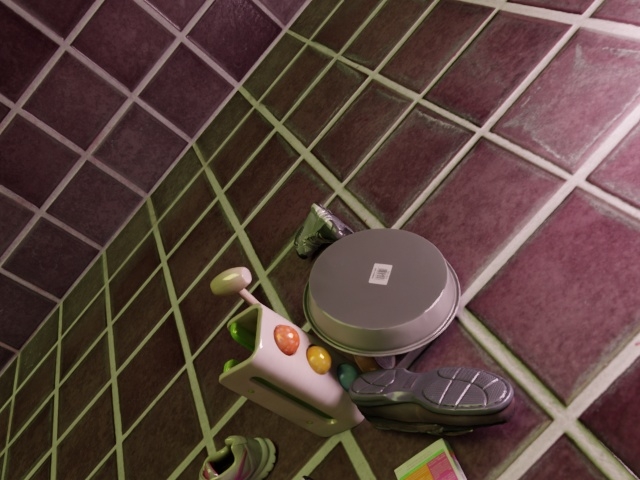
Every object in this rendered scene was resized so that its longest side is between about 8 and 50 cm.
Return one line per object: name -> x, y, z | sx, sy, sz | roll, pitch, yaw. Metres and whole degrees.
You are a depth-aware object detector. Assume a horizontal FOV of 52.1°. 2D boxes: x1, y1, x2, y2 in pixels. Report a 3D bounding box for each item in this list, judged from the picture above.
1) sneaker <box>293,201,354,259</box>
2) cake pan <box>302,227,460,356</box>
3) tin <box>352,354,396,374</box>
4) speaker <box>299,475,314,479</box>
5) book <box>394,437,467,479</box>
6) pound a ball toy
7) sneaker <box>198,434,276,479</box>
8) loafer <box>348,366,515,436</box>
sneaker -> 0.000, 0.000, 1.565 | 0.132, 0.086, 0.229 | -55, 20, 6
cake pan -> 0.108, 0.080, 1.202 | 0.293, 0.054, 0.293 | -6, 42, 6
tin -> 0.096, 0.172, 1.225 | 0.040, 0.106, 0.190 | -28, 39, 23
speaker -> -0.046, 0.485, 1.143 | 0.136, 0.055, 0.055 | -57, 31, -7
book -> 0.177, 0.380, 0.973 | 0.096, 0.035, 0.144 | -43, 34, 15
pound a ball toy -> -0.052, 0.191, 1.192 | 0.135, 0.319, 0.208 | -33, 36, 30
sneaker -> -0.202, 0.486, 1.295 | 0.252, 0.111, 0.103 | -58, 31, -8
loafer -> 0.181, 0.266, 1.052 | 0.302, 0.095, 0.109 | -7, 23, 44
